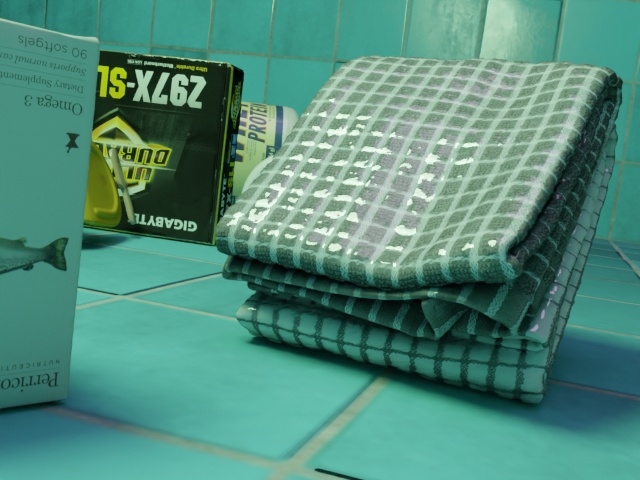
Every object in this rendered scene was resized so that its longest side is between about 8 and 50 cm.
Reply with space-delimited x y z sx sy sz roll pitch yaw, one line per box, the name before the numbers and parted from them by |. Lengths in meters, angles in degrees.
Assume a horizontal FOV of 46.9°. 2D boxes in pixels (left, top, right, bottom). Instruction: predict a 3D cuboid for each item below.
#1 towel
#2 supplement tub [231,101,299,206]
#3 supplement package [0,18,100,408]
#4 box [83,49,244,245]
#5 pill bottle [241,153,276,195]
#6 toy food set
towel | 0.081 -0.039 0.553 0.235 0.121 0.284 11 45 27
supplement tub | -0.213 -0.159 1.426 0.324 0.236 0.235 6 6 -9
supplement package | -0.184 -0.016 0.356 0.105 0.179 0.105 12 8 42
box | -0.283 -0.142 1.078 0.321 0.257 0.079 9 5 10
pill bottle | -0.031 -0.058 1.104 0.146 0.146 0.264 7 5 2
toy food set | -0.312 -0.067 0.931 0.071 0.128 0.218 -19 -4 5
